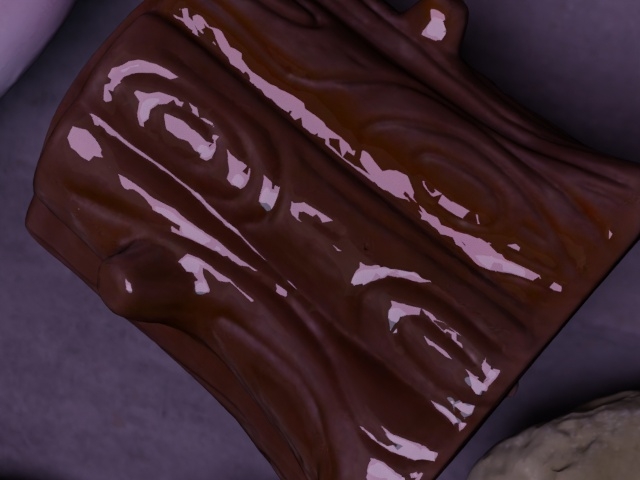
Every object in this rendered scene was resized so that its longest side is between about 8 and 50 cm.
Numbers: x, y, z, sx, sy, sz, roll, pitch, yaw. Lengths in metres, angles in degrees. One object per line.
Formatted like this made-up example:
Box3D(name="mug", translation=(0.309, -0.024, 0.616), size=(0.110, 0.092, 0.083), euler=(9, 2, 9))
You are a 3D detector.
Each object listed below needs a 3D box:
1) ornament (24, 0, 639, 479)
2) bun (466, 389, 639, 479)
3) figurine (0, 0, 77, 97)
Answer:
Box3D(name="ornament", translation=(0.000, 0.000, 0.641), size=(0.218, 0.221, 0.235), euler=(40, 141, 10))
Box3D(name="bun", translation=(0.154, 0.176, 0.667), size=(0.220, 0.134, 0.220), euler=(7, 110, 20))
Box3D(name="figurine", translation=(-0.279, -0.118, 0.713), size=(0.284, 0.206, 0.315), euler=(27, 103, -9))
